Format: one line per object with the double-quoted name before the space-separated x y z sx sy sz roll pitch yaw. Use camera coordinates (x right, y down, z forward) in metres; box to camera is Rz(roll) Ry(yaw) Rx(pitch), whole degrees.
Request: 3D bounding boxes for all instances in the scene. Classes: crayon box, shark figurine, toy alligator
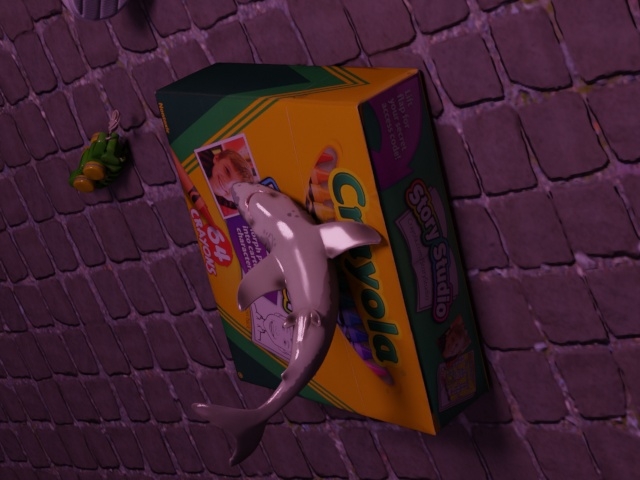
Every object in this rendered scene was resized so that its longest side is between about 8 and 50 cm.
"crayon box" 0.000 0.000 1.545 0.313 0.106 0.363 10 122 47
"shark figurine" -0.017 0.082 1.431 0.166 0.278 0.116 1 161 16
"toy alligator" -0.269 -0.106 1.849 0.051 0.056 0.189 21 148 -19

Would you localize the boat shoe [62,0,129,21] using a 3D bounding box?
"boat shoe" -0.236 -0.384 1.578 0.094 0.109 0.302 51 139 39
